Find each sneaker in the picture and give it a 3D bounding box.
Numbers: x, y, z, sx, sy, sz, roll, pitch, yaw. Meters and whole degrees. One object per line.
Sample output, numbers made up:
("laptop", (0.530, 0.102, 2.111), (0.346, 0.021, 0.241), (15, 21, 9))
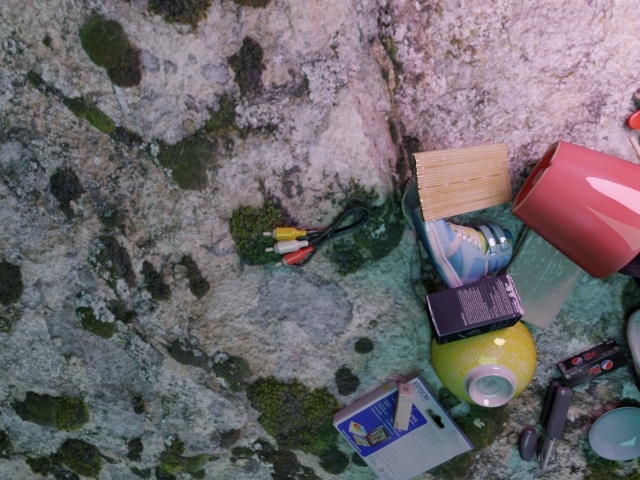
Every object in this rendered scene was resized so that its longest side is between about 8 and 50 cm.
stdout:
("sneaker", (0.906, 0.338, 1.350), (0.126, 0.127, 0.320), (-18, 83, 4))
("sneaker", (0.359, -0.011, 1.222), (0.208, 0.127, 0.319), (-29, 136, 9))

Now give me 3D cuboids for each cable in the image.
("cable", (0.000, 0.000, 1.307), (0.288, 0.072, 0.139), (-15, 114, 9))

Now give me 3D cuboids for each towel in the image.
("towel", (0.577, 0.091, 1.314), (0.187, 0.049, 0.282), (22, 111, -3))

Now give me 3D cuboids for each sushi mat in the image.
("sushi mat", (0.335, -0.140, 1.148), (0.317, 0.019, 0.151), (-13, 99, -32))

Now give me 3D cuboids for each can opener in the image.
("can opener", (0.653, 0.539, 1.456), (0.095, 0.076, 0.283), (5, 109, 1))

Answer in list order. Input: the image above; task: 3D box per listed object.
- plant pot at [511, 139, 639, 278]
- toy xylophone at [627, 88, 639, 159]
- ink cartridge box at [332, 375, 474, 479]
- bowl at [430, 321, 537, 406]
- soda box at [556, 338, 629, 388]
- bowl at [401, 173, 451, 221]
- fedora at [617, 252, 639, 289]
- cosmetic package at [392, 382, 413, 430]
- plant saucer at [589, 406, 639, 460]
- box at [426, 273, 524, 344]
("plant pot", (0.599, -0.088, 1.139), (0.243, 0.275, 0.274), (31, 110, 8))
("toy xylophone", (0.845, -0.238, 1.156), (0.236, 0.081, 0.322), (-29, 105, 13))
("ink cartridge box", (0.247, 0.574, 1.503), (0.307, 0.072, 0.303), (-34, 102, 12))
("bowl", (0.448, 0.350, 1.339), (0.290, 0.156, 0.289), (3, 118, 6))
("soda box", (0.759, 0.345, 1.389), (0.169, 0.053, 0.060), (-30, 106, 14))
("bowl", (0.272, -0.127, 1.224), (0.170, 0.080, 0.170), (-7, 135, -7))
("fedora", (0.847, 0.043, 1.141), (0.334, 0.334, 0.152), (-24, 107, 12))
("cosmetic package", (0.233, 0.470, 1.406), (0.041, 0.060, 0.114), (8, 106, 4))
("plant saucer", (0.887, 0.561, 1.468), (0.195, 0.037, 0.194), (1, 111, 4))
("box", (0.375, 0.176, 1.236), (0.207, 0.153, 0.108), (-15, 68, 5))
